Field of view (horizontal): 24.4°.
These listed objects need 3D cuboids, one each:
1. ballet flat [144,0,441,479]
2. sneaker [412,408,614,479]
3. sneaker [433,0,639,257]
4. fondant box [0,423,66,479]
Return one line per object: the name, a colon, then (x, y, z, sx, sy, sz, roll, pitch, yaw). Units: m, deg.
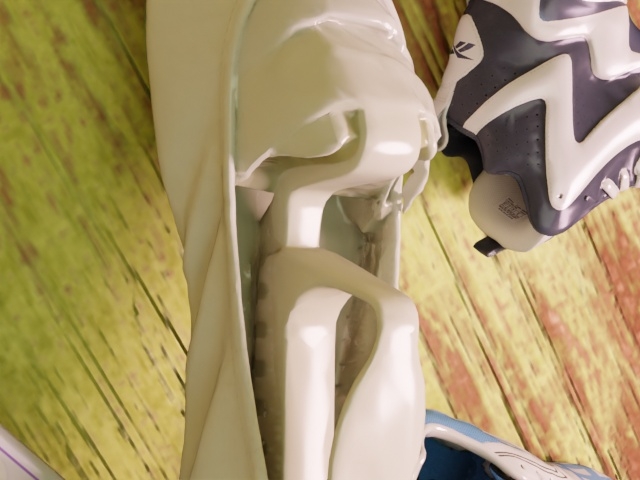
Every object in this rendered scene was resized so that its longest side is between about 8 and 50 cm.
ballet flat: (0.000, 0.000, 0.682, 0.139, 0.139, 0.400, 0, 89, -26)
sneaker: (0.111, 0.159, 0.850, 0.237, 0.086, 0.085, 22, 91, -30)
sneaker: (0.153, -0.041, 0.813, 0.235, 0.094, 0.153, 32, 89, -29)
fondant box: (-0.198, 0.205, 0.683, 0.330, 0.096, 0.238, 47, 70, -26)
